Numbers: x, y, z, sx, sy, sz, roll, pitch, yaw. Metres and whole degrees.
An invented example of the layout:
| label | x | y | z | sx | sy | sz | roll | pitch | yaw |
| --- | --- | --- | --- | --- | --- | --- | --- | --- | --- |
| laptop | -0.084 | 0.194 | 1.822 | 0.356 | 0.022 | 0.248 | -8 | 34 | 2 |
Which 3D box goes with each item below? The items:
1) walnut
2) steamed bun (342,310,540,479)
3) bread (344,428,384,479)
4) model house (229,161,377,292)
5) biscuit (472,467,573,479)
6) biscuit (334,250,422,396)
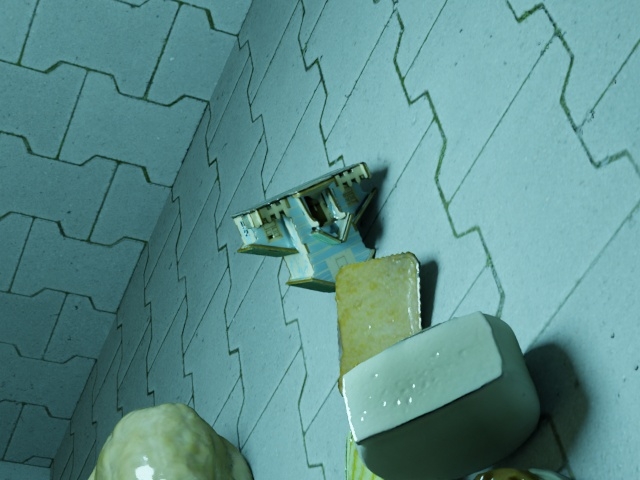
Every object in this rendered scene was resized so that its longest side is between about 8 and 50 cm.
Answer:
| label | x | y | z | sx | sy | sz | roll | pitch | yaw |
| --- | --- | --- | --- | --- | --- | --- | --- | --- | --- |
| walnut | -0.309 | 0.523 | 2.232 | 0.381 | 0.381 | 0.381 | -166 | 90 | -69 |
| steamed bun | 0.160 | 0.212 | 1.423 | 0.242 | 0.164 | 0.146 | -28 | 42 | 15 |
| bread | 0.103 | 0.366 | 1.574 | 0.186 | 0.124 | 0.257 | 158 | 123 | -72 |
| model house | 0.000 | 0.000 | 1.972 | 0.178 | 0.271 | 0.206 | -10 | 103 | 63 |
| biscuit | 0.219 | 0.420 | 1.268 | 0.332 | 0.103 | 0.332 | -165 | 90 | -69 |
| biscuit | 0.093 | 0.142 | 1.798 | 0.237 | 0.013 | 0.232 | -14 | 74 | 57 |
